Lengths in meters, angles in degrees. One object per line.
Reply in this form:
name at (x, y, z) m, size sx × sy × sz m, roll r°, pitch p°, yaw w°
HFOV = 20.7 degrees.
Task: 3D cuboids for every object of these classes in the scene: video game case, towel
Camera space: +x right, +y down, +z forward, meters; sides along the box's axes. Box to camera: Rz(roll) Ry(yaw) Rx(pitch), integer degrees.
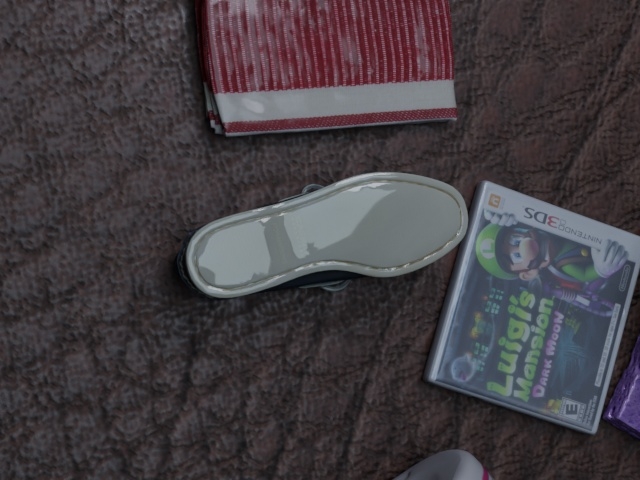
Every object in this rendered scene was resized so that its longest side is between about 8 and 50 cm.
video game case at (0.197, 0.062, 1.588) m, size 0.173 × 0.022 × 0.190 m, roll 19°, pitch 81°, yaw -16°
towel at (-0.001, -0.261, 1.538) m, size 0.237 × 0.037 × 0.329 m, roll -5°, pitch 90°, yaw -20°

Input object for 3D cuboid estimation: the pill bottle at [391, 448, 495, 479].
pill bottle at (0.149, 0.332, 1.484) m, size 0.160 × 0.160 × 0.283 m, roll -42°, pitch 99°, yaw -16°

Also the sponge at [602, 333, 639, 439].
sponge at (0.356, 0.099, 1.633) m, size 0.117 × 0.031 × 0.210 m, roll 30°, pitch 77°, yaw -15°

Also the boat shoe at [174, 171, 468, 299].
boat shoe at (0.000, 0.000, 1.499) m, size 0.254 × 0.079 × 0.095 m, roll -17°, pitch 94°, yaw -16°
